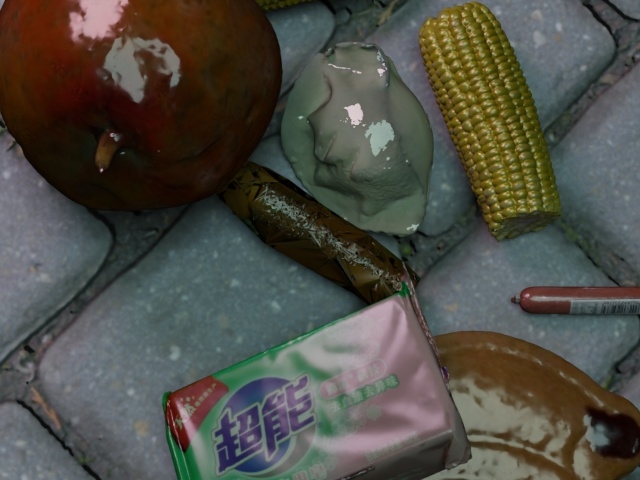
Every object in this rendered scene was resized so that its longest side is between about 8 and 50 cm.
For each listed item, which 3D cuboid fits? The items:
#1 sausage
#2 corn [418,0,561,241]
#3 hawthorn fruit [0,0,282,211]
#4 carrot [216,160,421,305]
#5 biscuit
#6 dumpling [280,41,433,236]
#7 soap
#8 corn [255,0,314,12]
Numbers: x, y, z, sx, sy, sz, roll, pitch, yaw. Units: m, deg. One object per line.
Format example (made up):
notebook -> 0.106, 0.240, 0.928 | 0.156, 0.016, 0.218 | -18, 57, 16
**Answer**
sausage -> 0.304, 0.061, 1.641 | 0.223, 0.029, 0.029 | 0, 79, -5
corn -> 0.174, -0.124, 1.637 | 0.093, 0.093, 0.244 | -19, 83, -8
hawthorn fruit -> -0.180, -0.140, 1.507 | 0.277, 0.277, 0.298 | 9, 38, -3
carrot -> 0.001, -0.001, 1.613 | 0.229, 0.069, 0.069 | 34, 78, 1
biscuit -> 0.140, 0.314, 1.564 | 0.350, 0.078, 0.455 | 5, 79, 0
dumpling -> 0.035, -0.096, 1.621 | 0.155, 0.111, 0.181 | -9, 70, 25
soap -> -0.003, 0.171, 1.520 | 0.273, 0.098, 0.217 | -23, 57, 7
corn -> -0.047, -0.282, 1.652 | 0.260, 0.091, 0.091 | -14, 62, -3
